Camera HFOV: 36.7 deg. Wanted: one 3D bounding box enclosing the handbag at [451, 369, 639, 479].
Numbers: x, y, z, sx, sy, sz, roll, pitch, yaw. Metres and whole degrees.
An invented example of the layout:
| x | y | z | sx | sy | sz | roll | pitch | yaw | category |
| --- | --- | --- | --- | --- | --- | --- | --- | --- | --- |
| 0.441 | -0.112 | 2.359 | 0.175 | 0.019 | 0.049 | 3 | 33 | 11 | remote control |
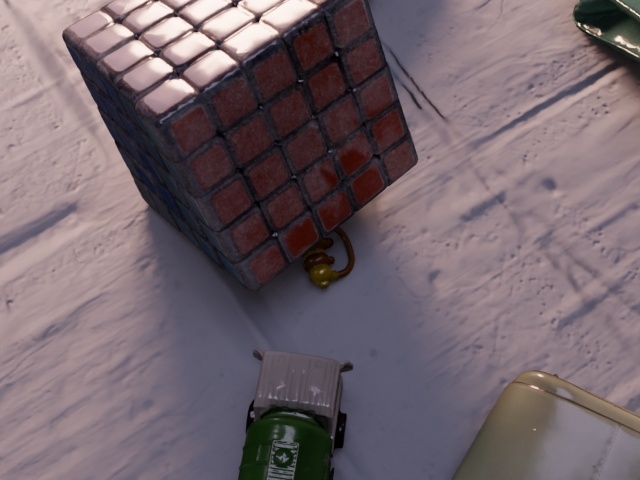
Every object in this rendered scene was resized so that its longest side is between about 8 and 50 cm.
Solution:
| x | y | z | sx | sy | sz | roll | pitch | yaw | category |
| --- | --- | --- | --- | --- | --- | --- | --- | --- | --- |
| 0.213 | 0.295 | 0.887 | 0.241 | 0.109 | 0.316 | 24 | 79 | 13 | handbag |

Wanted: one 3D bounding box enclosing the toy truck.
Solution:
| x | y | z | sx | sy | sz | roll | pitch | yaw | category |
| --- | --- | --- | --- | --- | --- | --- | --- | --- | --- |
| -0.034 | 0.221 | 0.885 | 0.101 | 0.125 | 0.243 | 7 | 62 | 5 | toy truck |

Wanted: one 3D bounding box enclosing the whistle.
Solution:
| x | y | z | sx | sy | sz | roll | pitch | yaw | category |
| --- | --- | --- | --- | --- | --- | --- | --- | --- | --- |
| -0.004 | 0.001 | 1.054 | 0.046 | 0.057 | 0.109 | -34 | 70 | 33 | whistle |

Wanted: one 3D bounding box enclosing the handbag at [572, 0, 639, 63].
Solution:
| x | y | z | sx | sy | sz | roll | pitch | yaw | category |
| --- | --- | --- | --- | --- | --- | --- | --- | --- | --- |
| 0.450 | -0.286 | 1.111 | 0.268 | 0.100 | 0.274 | -25 | 42 | -8 | handbag |

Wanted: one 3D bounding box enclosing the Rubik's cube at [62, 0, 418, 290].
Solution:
| x | y | z | sx | sy | sz | roll | pitch | yaw | category |
| --- | --- | --- | --- | --- | --- | --- | --- | --- | --- |
| -0.078 | -0.138 | 0.975 | 0.238 | 0.237 | 0.237 | -36 | 43 | -15 | Rubik's cube |
